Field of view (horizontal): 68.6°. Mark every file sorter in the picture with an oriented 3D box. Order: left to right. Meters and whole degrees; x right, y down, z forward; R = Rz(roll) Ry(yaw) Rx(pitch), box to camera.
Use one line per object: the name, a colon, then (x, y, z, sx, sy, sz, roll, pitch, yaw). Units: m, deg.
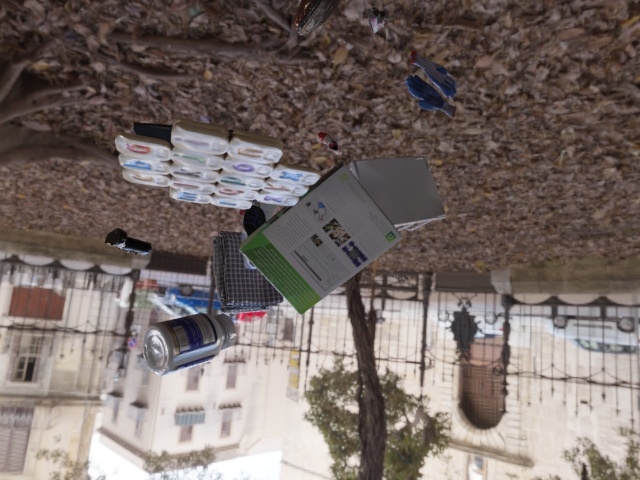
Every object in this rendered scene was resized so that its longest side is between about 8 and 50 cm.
file sorter: (0.185, -0.116, 1.360, 0.277, 0.193, 0.173, -9, 168, -33)

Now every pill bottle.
pill bottle: (-0.285, 0.222, 1.045, 0.111, 0.112, 0.186, -3, -179, 39)

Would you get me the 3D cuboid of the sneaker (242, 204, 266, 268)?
sneaker: (-0.215, -0.010, 1.457, 0.080, 0.212, 0.081, 10, 155, -25)

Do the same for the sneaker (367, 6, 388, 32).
sneaker: (0.230, -0.879, 1.842, 0.077, 0.072, 0.178, -24, -171, 10)

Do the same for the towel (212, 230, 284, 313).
towel: (-0.257, 0.112, 1.678, 0.234, 0.284, 0.121, 6, 158, -41)

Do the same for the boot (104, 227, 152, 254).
boot: (-0.460, 0.007, 1.143, 0.099, 0.045, 0.121, 23, 163, -35)

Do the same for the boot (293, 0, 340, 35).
boot: (-0.068, -0.630, 1.022, 0.280, 0.264, 0.096, 36, -155, 9)

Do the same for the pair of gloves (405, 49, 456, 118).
pair of gloves: (0.280, -0.387, 1.178, 0.159, 0.198, 0.023, 29, 144, -18)

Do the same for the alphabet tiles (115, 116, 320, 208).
alphabet tiles: (-0.152, -0.102, 0.703, 0.277, 0.021, 0.284, 7, 166, -17)

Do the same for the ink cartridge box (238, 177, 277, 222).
ink cartridge box: (-0.231, -0.173, 1.885, 0.128, 0.176, 0.127, 24, -165, -11)

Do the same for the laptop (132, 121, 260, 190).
laptop: (-0.230, -0.181, 1.014, 0.234, 0.137, 0.264, 7, -164, 8)

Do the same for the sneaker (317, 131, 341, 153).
sneaker: (0.033, -0.384, 1.819, 0.118, 0.042, 0.067, 42, -173, 5)

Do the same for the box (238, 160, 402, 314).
box: (0.000, 0.000, 1.128, 0.232, 0.322, 0.058, 50, -171, -16)
